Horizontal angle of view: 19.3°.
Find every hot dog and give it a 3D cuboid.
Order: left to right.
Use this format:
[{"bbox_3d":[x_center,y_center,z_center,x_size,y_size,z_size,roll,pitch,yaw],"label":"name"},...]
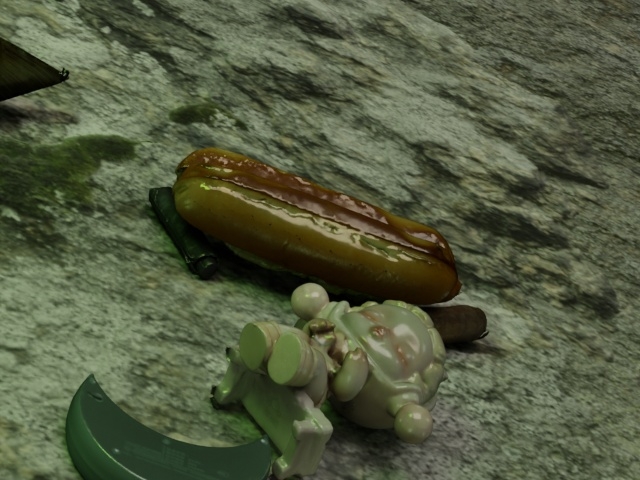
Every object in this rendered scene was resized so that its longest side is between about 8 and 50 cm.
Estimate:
[{"bbox_3d":[0.000,0.000,1.994,0.337,0.100,0.135,21,12,-10],"label":"hot dog"}]

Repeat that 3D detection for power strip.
[{"bbox_3d":[-0.123,0.197,1.653,0.216,0.044,0.137,22,30,-8],"label":"power strip"}]

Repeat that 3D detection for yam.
[{"bbox_3d":[0.080,0.093,1.985,0.264,0.046,0.046,-3,40,-41],"label":"yam"}]

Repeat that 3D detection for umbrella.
[{"bbox_3d":[-0.145,-0.010,1.986,0.036,0.031,0.133,-20,48,-19],"label":"umbrella"}]

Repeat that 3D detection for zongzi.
[{"bbox_3d":[-0.377,-0.153,1.946,0.242,0.112,0.221,18,29,-18],"label":"zongzi"}]

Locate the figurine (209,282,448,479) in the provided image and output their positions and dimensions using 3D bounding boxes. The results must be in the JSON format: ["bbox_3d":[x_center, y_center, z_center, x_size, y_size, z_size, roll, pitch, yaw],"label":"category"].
[{"bbox_3d":[0.032,0.133,1.807,0.256,0.144,0.182,-8,23,-42],"label":"figurine"}]
